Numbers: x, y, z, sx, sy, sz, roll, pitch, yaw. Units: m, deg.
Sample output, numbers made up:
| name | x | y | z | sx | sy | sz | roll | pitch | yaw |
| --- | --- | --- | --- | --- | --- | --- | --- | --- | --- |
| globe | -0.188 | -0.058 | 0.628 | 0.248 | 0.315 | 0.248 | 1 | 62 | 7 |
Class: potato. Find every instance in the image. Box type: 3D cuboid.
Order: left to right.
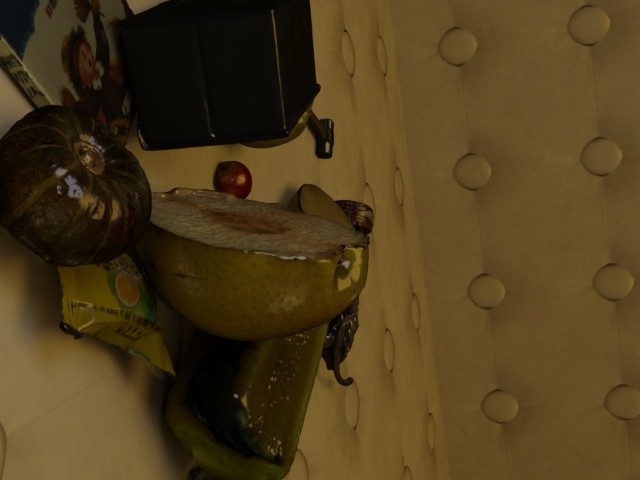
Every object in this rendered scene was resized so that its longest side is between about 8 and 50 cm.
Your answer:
| name | x | y | z | sx | sy | sz | roll | pitch | yaw |
| --- | --- | --- | --- | --- | --- | --- | --- | --- | --- |
| potato | 0.000 | 0.000 | 2.094 | 0.239 | 0.116 | 0.299 | 33 | 27 | -27 |

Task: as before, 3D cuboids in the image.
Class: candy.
| name | x | y | z | sx | sy | sz | roll | pitch | yaw |
| --- | --- | --- | --- | --- | --- | --- | --- | --- | --- |
| candy | -0.295 | 0.089 | 1.247 | 0.297 | 0.081 | 0.187 | 52 | 17 | -62 |

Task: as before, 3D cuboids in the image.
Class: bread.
| name | x | y | z | sx | sy | sz | roll | pitch | yaw |
| --- | --- | --- | --- | --- | --- | --- | --- | --- | --- |
| bread | -0.130 | 0.237 | 1.518 | 0.251 | 0.208 | 0.377 | 57 | 29 | -31 |
| bread | 0.063 | -0.053 | 2.293 | 0.160 | 0.160 | 0.073 | 42 | 47 | -65 |

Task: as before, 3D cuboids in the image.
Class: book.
| name | x | y | z | sx | sy | sz | roll | pitch | yaw |
| --- | --- | --- | --- | --- | --- | --- | --- | --- | --- |
| book | -0.370 | -0.324 | 1.222 | 0.428 | 0.039 | 0.300 | 63 | 28 | -51 |

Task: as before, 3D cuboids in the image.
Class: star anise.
| name | x | y | z | sx | sy | sz | roll | pitch | yaw |
| --- | --- | --- | --- | --- | --- | --- | --- | --- | --- |
| star anise | 0.048 | 0.185 | 2.206 | 0.359 | 0.139 | 0.316 | 53 | 42 | -58 |

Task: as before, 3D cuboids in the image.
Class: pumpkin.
| name | x | y | z | sx | sy | sz | roll | pitch | yaw |
| --- | --- | --- | --- | --- | --- | --- | --- | --- | --- |
| pumpkin | -0.325 | -0.057 | 1.102 | 0.219 | 0.162 | 0.219 | 41 | 26 | -25 |

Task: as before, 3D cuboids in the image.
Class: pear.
| name | x | y | z | sx | sy | sz | roll | pitch | yaw |
| --- | --- | --- | --- | --- | --- | --- | --- | --- | --- |
| pear | -0.126 | 0.051 | 1.355 | 0.340 | 0.386 | 0.192 | -10 | 112 | -55 |

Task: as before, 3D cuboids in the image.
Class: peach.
| name | x | y | z | sx | sy | sz | roll | pitch | yaw |
| --- | --- | --- | --- | --- | --- | --- | --- | --- | --- |
| peach | -0.169 | -0.117 | 1.748 | 0.098 | 0.061 | 0.098 | -13 | 90 | -74 |

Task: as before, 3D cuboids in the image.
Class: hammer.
| name | x | y | z | sx | sy | sz | roll | pitch | yaw |
| --- | --- | --- | --- | --- | --- | --- | --- | --- | --- |
| hammer | -0.044 | -0.342 | 2.251 | 0.365 | 0.043 | 0.111 | 47 | 42 | -58 |

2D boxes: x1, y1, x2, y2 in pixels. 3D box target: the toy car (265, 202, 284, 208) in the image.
| name | x | y | z | sx | sy | sz | roll | pitch | yaw |
| --- | --- | --- | --- | --- | --- | --- | --- | --- | --- |
| toy car | -0.119 | 0.051 | 1.792 | 0.124 | 0.101 | 0.257 | -7 | 90 | -68 |

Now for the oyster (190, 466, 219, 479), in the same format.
| name | x | y | z | sx | sy | sz | roll | pitch | yaw |
| --- | --- | --- | --- | --- | --- | --- | --- | --- | --- |
| oyster | -0.179 | 0.469 | 1.458 | 0.341 | 0.110 | 0.167 | 32 | 59 | -84 |

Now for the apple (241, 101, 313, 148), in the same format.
| name | x | y | z | sx | sy | sz | roll | pitch | yaw |
| --- | --- | --- | --- | --- | --- | --- | --- | --- | --- |
| apple | -0.115 | -0.279 | 1.780 | 0.200 | 0.199 | 0.200 | -6 | 90 | -72 |

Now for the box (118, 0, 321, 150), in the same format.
| name | x | y | z | sx | sy | sz | roll | pitch | yaw |
| --- | --- | --- | --- | --- | --- | --- | --- | --- | --- |
| box | -0.153 | -0.305 | 1.471 | 0.345 | 0.251 | 0.205 | -71 | 157 | -66 |
